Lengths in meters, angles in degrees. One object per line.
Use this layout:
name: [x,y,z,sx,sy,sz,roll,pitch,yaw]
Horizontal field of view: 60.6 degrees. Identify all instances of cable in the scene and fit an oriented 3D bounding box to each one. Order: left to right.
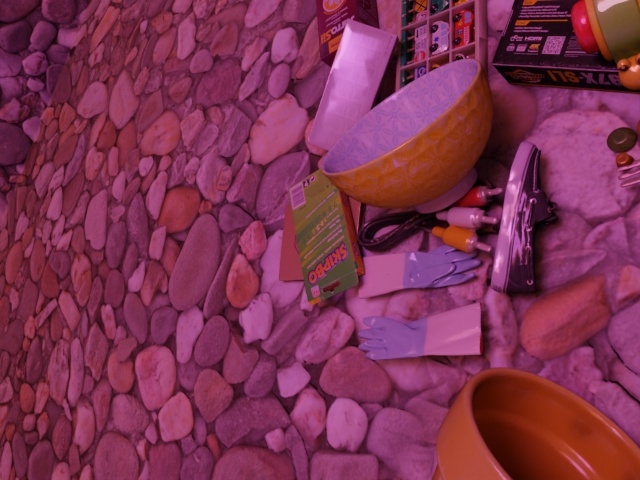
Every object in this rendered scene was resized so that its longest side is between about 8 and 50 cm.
cable: [0.176,-0.045,0.916,0.287,0.072,0.139,3,69,43]

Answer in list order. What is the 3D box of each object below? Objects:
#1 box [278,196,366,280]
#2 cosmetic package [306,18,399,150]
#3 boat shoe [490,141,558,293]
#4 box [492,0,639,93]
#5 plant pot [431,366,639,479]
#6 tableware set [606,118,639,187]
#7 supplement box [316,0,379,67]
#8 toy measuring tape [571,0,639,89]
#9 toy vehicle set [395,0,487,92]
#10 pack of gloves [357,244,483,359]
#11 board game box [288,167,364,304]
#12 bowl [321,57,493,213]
box: [0.000,0.000,1.095,0.201,0.021,0.164,-4,75,40]
cosmetic package: [0.062,-0.284,1.044,0.099,0.060,0.238,22,105,8]
boat shoe: [0.306,-0.031,0.801,0.076,0.080,0.228,10,80,22]
box: [0.437,-0.343,0.770,0.322,0.079,0.256,21,90,43]
plant pot: [0.233,0.326,0.658,0.254,0.254,0.238,47,124,39]
tableware set: [0.466,-0.131,0.721,0.154,0.024,0.103,-19,62,38]
supplement box: [0.056,-0.457,1.137,0.104,0.081,0.188,-18,66,37]
toy measuring tape: [0.375,-0.345,0.697,0.122,0.121,0.329,-14,69,38]
toy vehicle set: [0.218,-0.365,0.997,0.166,0.035,0.266,-9,72,40]
pack of gloves: [0.167,0.106,0.915,0.232,0.046,0.194,-13,57,37]
board game box: [0.008,-0.013,1.052,0.124,0.039,0.259,-28,58,33]
bowl: [0.160,-0.137,0.870,0.290,0.156,0.289,-33,20,14]
